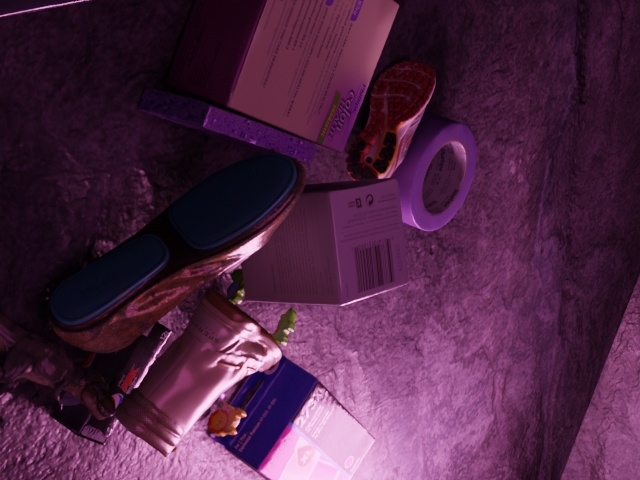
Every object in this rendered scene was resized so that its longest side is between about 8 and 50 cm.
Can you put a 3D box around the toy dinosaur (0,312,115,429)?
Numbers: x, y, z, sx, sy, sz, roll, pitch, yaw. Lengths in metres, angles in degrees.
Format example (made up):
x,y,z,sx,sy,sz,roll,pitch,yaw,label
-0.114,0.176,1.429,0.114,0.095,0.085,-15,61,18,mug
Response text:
x,y,z,sx,sy,sz,roll,pitch,yaw,label
-0.351,0.144,1.059,0.118,0.064,0.268,-49,130,-12,toy dinosaur

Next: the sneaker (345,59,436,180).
x,y,z,sx,sy,sz,roll,pitch,yaw,label
0.108,-0.180,1.458,0.225,0.088,0.092,-60,165,-8,sneaker

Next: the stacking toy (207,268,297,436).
x,y,z,sx,sy,sz,roll,pitch,yaw,label
-0.133,0.164,1.362,0.221,0.052,0.167,-60,144,-13,stacking toy

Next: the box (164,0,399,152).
x,y,z,sx,sy,sz,roll,pitch,yaw,label
-0.042,-0.250,1.179,0.243,0.117,0.213,14,98,-53,box

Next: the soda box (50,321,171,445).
x,y,z,sx,sy,sz,roll,pitch,yaw,label
-0.263,0.168,1.183,0.168,0.060,0.053,-59,145,-10,soda box

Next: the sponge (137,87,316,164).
x,y,z,sx,sy,sz,roll,pitch,yaw,label
-0.110,-0.138,1.155,0.210,0.117,0.031,15,92,-54,sponge

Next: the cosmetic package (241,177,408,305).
x,y,z,sx,sy,sz,roll,pitch,yaw,label
0.000,0.000,1.289,0.151,0.184,0.151,-14,100,-48,cosmetic package

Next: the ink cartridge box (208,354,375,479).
x,y,z,sx,sy,sz,roll,pitch,yaw,label
-0.035,0.330,1.572,0.175,0.069,0.371,-55,141,-15,ink cartridge box

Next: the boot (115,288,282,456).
x,y,z,sx,sy,sz,roll,pitch,yaw,label
-0.152,0.180,1.205,0.203,0.095,0.262,-52,166,-8,boot

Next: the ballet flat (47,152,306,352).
x,y,z,sx,sy,sz,roll,pitch,yaw,label
-0.163,0.019,1.135,0.349,0.123,0.123,-35,137,-9,ballet flat

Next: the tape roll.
x,y,z,sx,sy,sz,roll,pitch,yaw,label
0.177,-0.116,1.569,0.189,0.080,0.188,-29,130,-41,tape roll

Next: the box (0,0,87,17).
x,y,z,sx,sy,sz,roll,pitch,yaw,label
-0.245,-0.376,0.794,0.343,0.179,0.312,-26,129,-43,box
